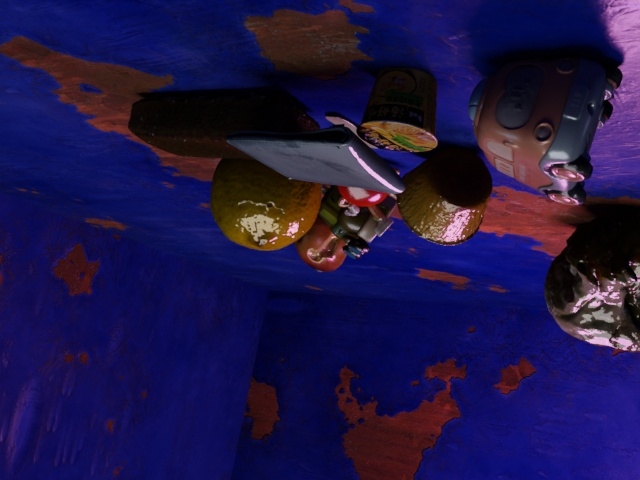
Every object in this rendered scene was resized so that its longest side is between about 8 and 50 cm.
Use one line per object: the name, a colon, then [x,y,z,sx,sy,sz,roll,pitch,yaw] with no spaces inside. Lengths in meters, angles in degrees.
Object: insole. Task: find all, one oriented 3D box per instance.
insole: [0.078,-0.241,1.855,0.063,0.010,0.192,1,165,39]

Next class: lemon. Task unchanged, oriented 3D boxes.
lemon: [-0.130,-0.113,1.987,0.293,0.292,0.293,10,168,2]

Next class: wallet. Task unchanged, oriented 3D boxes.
wallet: [-0.006,-0.163,1.643,0.291,0.054,0.251,9,168,32]

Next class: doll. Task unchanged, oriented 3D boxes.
doll: [0.119,-0.126,2.054,0.217,0.085,0.183,37,114,-19]

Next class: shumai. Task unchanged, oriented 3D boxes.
shumai: [0.762,0.078,2.098,0.398,0.323,0.323,1,151,20]

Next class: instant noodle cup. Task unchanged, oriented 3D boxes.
instant noodle cup: [0.147,-0.241,1.529,0.152,0.122,0.151,8,169,2]

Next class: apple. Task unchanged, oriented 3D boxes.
apple: [0.000,0.000,2.679,0.199,0.199,0.199,10,168,2]

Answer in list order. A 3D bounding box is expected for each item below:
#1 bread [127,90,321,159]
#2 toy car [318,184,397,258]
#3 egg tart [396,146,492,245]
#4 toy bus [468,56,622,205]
bread: [-0.218,-0.250,1.839,0.417,0.113,0.165,5,166,31]
toy car: [0.083,-0.086,2.234,0.198,0.204,0.248,35,168,-3]
egg tart: [0.290,-0.106,1.875,0.215,0.215,0.171,13,154,-9]
toy bus: [0.370,-0.199,1.418,0.232,0.194,0.288,20,172,19]
